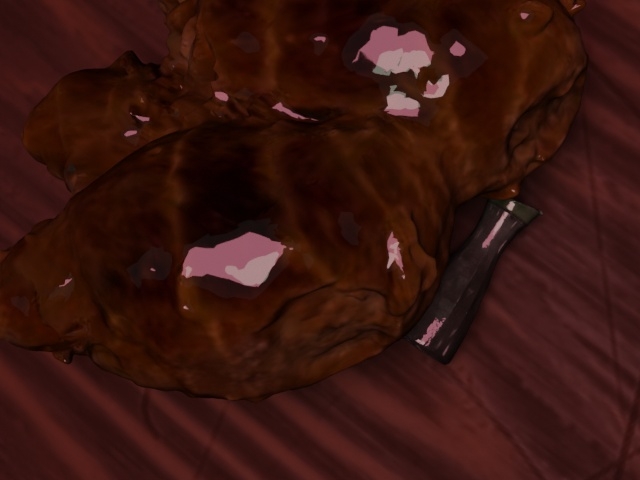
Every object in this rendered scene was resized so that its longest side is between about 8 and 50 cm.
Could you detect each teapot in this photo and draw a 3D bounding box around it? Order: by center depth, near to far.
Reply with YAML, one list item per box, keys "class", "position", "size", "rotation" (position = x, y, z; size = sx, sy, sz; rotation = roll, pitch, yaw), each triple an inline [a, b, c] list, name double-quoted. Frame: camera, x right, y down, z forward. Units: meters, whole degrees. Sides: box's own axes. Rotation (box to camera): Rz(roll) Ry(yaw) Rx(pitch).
- class: "teapot"
  position: [0.090, 0.020, 0.775]
  size: [0.043, 0.043, 0.110]
  rotation: [34, 88, 13]

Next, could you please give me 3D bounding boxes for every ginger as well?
- class: "ginger"
  position: [-0.035, -0.055, 0.738]
  size: [0.274, 0.152, 0.357]
  rotation: [37, 82, 18]
